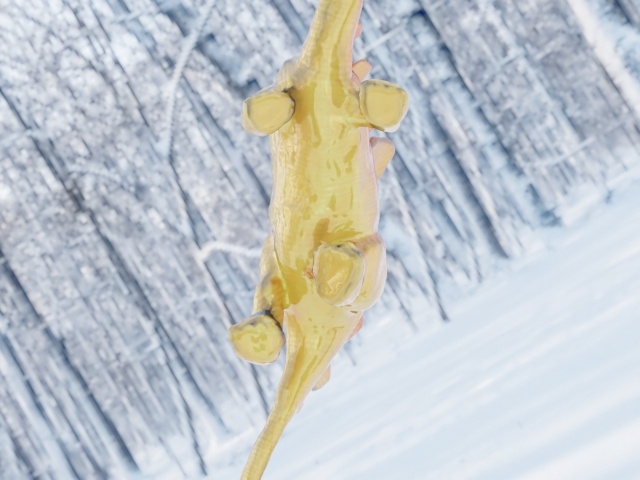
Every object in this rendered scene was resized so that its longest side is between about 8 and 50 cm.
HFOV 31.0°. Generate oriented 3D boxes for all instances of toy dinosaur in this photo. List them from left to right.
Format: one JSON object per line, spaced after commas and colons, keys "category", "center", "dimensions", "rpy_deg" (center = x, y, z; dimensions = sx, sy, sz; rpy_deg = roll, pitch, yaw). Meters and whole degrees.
{"category": "toy dinosaur", "center": [0.000, 0.000, 0.517], "dimensions": [0.070, 0.288, 0.117], "rpy_deg": [12, 20, 10]}
